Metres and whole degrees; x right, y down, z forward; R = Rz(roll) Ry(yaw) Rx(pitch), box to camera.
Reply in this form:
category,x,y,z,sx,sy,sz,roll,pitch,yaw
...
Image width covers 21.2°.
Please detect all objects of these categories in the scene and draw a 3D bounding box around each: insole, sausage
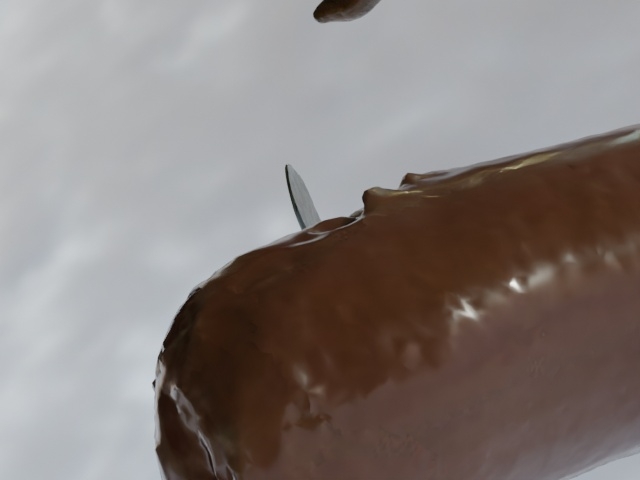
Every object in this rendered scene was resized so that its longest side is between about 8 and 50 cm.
category,x,y,z,sx,sy,sz,roll,pitch,yaw
insole,0.000,0.000,1.463,0.006,0.193,0.065,-15,-125,9
sausage,0.111,0.011,0.400,0.327,0.087,0.079,-8,171,-26

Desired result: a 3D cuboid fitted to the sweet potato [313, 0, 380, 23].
category,x,y,z,sx,sy,sz,roll,pitch,yaw
sweet potato,0.061,-0.199,1.084,0.179,0.044,0.044,-47,-154,13
